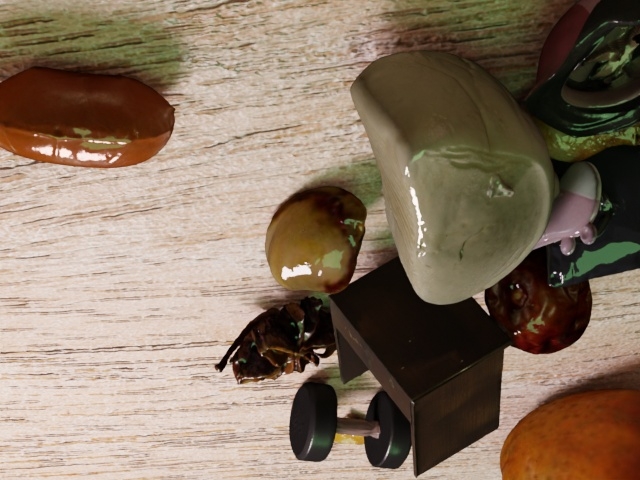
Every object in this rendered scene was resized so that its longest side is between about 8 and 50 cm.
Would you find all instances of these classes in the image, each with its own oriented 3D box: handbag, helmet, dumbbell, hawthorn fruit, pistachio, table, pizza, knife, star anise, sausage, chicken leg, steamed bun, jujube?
[{"bbox_3d":[0.433,-0.062,1.617,0.211,0.089,0.254,-7,99,4],"label":"handbag"},{"bbox_3d":[0.392,-0.262,1.400,0.198,0.154,0.253,23,147,-39],"label":"helmet"},{"bbox_3d":[0.061,0.363,2.089,0.218,0.152,0.152,9,137,-18],"label":"dumbbell"},{"bbox_3d":[0.573,0.523,2.123,0.471,0.472,0.472,-3,140,-3],"label":"hawthorn fruit"},{"bbox_3d":[0.000,0.000,1.684,0.165,0.130,0.210,49,126,2],"label":"pistachio"},{"bbox_3d":[0.167,0.207,1.805,0.196,0.250,0.282,-30,144,-16],"label":"table"},{"bbox_3d":[0.048,0.400,2.227,0.108,0.026,0.123,-19,141,19],"label":"pizza"},{"bbox_3d":[0.303,-0.011,1.640,0.038,0.132,0.398,12,161,-24],"label":"knife"},{"bbox_3d":[-0.059,0.168,1.866,0.190,0.126,0.220,-29,158,25],"label":"star anise"},{"bbox_3d":[-0.328,-0.162,1.445,0.258,0.133,0.133,5,139,-13],"label":"sausage"},{"bbox_3d":[0.407,-0.162,1.514,0.251,0.087,0.107,5,125,19],"label":"chicken leg"},{"bbox_3d":[0.197,-0.101,1.495,0.236,0.247,0.383,-21,140,-3],"label":"steamed bun"},{"bbox_3d":[0.359,0.098,1.770,0.183,0.183,0.243,-30,163,26],"label":"jujube"}]
